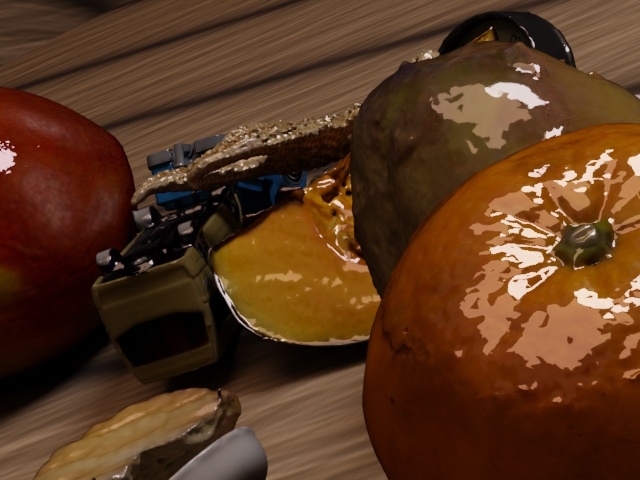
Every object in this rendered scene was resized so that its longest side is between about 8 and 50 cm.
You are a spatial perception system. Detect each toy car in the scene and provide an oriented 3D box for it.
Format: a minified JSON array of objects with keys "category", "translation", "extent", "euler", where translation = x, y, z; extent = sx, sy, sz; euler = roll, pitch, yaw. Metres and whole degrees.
[{"category":"toy car","translation":[-0.121,0.036,1.549],"extent":[0.101,0.124,0.256],"euler":[-18,11,11]},{"category":"toy car","translation":[-0.088,-0.048,1.736],"extent":[0.097,0.100,0.191],"euler":[-14,-11,27]}]

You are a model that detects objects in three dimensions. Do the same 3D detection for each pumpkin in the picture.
[{"category":"pumpkin","translation":[0.079,-0.009,1.450],"extent":[0.312,0.169,0.148],"euler":[-40,-20,5]}]

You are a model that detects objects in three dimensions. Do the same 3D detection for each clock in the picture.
[{"category":"clock","translation":[0.152,-0.112,1.521],"extent":[0.040,0.184,0.184],"euler":[5,1,-33]}]

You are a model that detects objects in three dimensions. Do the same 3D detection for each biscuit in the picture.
[{"category":"biscuit","translation":[-0.144,0.171,1.315],"extent":[0.183,0.061,0.118],"euler":[-33,19,-28]}]

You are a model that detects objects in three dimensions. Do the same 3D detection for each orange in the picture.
[{"category":"orange","translation":[0.163,0.070,0.946],"extent":[0.284,0.226,0.284],"euler":[-15,38,12]}]

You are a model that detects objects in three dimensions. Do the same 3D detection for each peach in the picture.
[{"category":"peach","translation":[-0.316,-0.011,1.678],"extent":[0.308,0.307,0.332],"euler":[-10,9,36]}]

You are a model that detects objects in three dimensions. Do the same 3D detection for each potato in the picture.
[{"category":"potato","translation":[0.144,-0.021,1.195],"extent":[0.289,0.237,0.301],"euler":[-9,25,37]}]

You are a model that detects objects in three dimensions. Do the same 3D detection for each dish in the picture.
[{"category":"dish","translation":[-0.071,0.200,1.152],"extent":[0.141,0.078,0.141],"euler":[-43,-13,-12]}]

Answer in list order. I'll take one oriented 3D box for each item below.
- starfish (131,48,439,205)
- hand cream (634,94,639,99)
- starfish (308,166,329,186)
[{"category":"starfish","translation":[-0.006,-0.093,1.576],"extent":[0.299,0.060,0.302],"euler":[-25,0,16]},{"category":"hand cream","translation":[0.287,-0.083,1.466],"extent":[0.336,0.076,0.121],"euler":[7,41,45]},{"category":"starfish","translation":[-0.005,-0.009,1.623],"extent":[0.150,0.053,0.209],"euler":[-13,24,42]}]
